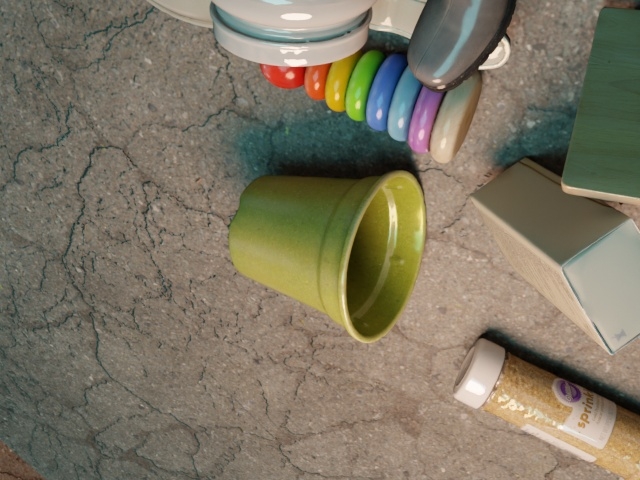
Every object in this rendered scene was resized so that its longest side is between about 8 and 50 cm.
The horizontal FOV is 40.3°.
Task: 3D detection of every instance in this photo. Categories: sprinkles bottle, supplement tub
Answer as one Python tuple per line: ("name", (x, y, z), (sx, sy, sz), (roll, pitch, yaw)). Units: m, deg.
("sprinkles bottle", (0.419, 0.302, 1.555), (0.355, 0.121, 0.121), (26, 133, 2))
("supplement tub", (-0.031, -0.400, 1.026), (0.241, 0.241, 0.331), (15, 131, 13))

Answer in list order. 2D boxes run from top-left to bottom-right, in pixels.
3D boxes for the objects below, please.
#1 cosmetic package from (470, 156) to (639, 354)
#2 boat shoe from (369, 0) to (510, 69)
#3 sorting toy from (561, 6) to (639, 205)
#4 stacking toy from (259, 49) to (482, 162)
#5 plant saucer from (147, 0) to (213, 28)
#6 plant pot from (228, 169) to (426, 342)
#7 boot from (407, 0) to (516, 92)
("cosmetic package", (0.340, 0.009, 1.218), (0.113, 0.309, 0.160), (-35, 114, 1))
("boat shoe", (0.145, -0.311, 1.201), (0.254, 0.079, 0.095), (20, 134, 12))
("sorting toy", (0.455, -0.145, 1.087), (0.257, 0.256, 0.089), (12, 164, 19))
("stacking toy", (0.060, -0.231, 1.278), (0.330, 0.141, 0.141), (22, 133, 13))
("plant saucer", (-0.187, -0.467, 1.211), (0.400, 0.101, 0.401), (12, 131, 15))
("plant pot", (0.000, 0.000, 1.426), (0.253, 0.276, 0.276), (14, 133, 29))
("boot", (0.160, -0.346, 1.003), (0.118, 0.222, 0.338), (38, 108, 32))
